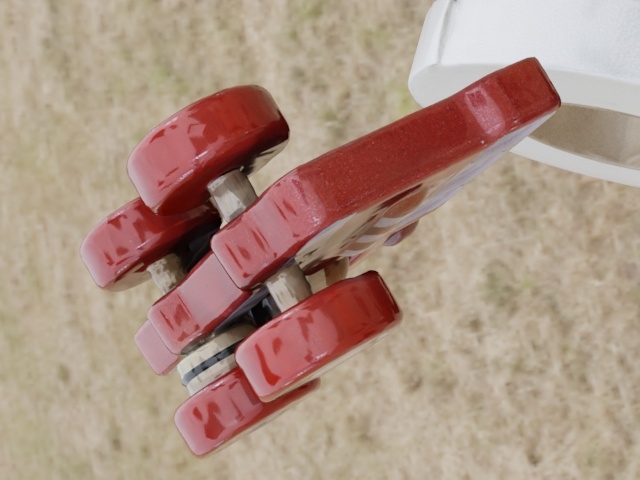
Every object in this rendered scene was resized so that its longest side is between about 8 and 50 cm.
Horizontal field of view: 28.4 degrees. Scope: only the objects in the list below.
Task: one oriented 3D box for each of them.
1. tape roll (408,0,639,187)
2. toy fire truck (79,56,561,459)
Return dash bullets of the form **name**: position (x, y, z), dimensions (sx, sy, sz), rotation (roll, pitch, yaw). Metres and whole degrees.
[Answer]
- **tape roll**: position (0.271, -0.123, 1.134), dimensions (0.392, 0.392, 0.072), rotation (6, 80, 61)
- **toy fire truck**: position (0.000, 0.000, 0.842), dimensions (0.169, 0.254, 0.302), rotation (59, 148, 9)
